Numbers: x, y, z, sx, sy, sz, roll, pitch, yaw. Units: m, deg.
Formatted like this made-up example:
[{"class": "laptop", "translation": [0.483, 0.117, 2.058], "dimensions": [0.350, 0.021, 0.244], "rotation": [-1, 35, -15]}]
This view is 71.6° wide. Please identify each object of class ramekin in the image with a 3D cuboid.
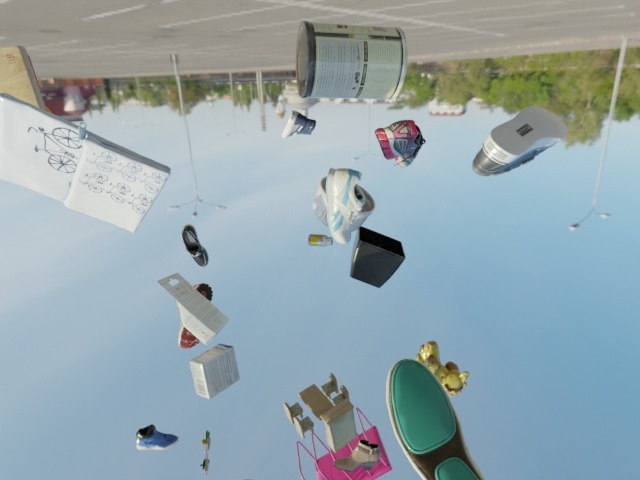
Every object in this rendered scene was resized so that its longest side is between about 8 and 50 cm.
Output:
[{"class": "ramekin", "translation": [0.073, -0.119, 1.522], "dimensions": [0.207, 0.109, 0.207], "rotation": [20, -147, -14]}]

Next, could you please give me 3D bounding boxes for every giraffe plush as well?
[{"class": "giraffe plush", "translation": [0.451, 0.495, 1.646], "dimensions": [0.171, 0.181, 0.210], "rotation": [13, -117, -1]}]

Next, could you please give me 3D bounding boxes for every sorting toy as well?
[{"class": "sorting toy", "translation": [-0.870, -0.383, 1.229], "dimensions": [0.258, 0.255, 0.089], "rotation": [-5, -159, 9]}]

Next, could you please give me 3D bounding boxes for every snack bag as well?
[{"class": "snack bag", "translation": [-0.540, -0.149, 0.985], "dimensions": [0.343, 0.037, 0.323], "rotation": [26, 144, -26]}]

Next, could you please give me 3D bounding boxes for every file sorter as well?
[{"class": "file sorter", "translation": [0.077, 0.797, 1.667], "dimensions": [0.291, 0.182, 0.202], "rotation": [-32, -157, 4]}]

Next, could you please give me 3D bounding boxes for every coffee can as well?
[{"class": "coffee can", "translation": [0.080, -0.506, 1.263], "dimensions": [0.276, 0.201, 0.201], "rotation": [-2, -161, -12]}]

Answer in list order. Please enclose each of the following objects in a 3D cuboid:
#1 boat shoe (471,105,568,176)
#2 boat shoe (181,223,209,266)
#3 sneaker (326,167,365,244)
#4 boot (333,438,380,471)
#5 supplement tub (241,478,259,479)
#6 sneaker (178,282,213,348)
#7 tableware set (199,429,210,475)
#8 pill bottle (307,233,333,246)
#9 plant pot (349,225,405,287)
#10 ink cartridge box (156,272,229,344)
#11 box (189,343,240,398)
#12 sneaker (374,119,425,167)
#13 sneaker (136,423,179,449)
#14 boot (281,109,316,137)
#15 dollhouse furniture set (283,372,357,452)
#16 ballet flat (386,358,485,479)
[{"class": "boat shoe", "translation": [0.450, -0.218, 1.008], "dimensions": [0.301, 0.102, 0.108], "rotation": [-30, -108, -34]}, {"class": "boat shoe", "translation": [-0.327, 0.019, 1.154], "dimensions": [0.046, 0.125, 0.038], "rotation": [-11, -155, 4]}, {"class": "sneaker", "translation": [0.071, -0.084, 1.191], "dimensions": [0.093, 0.228, 0.087], "rotation": [3, -143, 13]}, {"class": "boot", "translation": [0.099, 0.569, 1.181], "dimensions": [0.119, 0.086, 0.042], "rotation": [7, -161, -8]}, {"class": "supplement tub", "translation": [-0.125, 0.760, 1.181], "dimensions": [0.339, 0.206, 0.207], "rotation": [4, -160, 4]}, {"class": "sneaker", "translation": [-0.434, 0.258, 1.520], "dimensions": [0.088, 0.225, 0.093], "rotation": [27, 158, -38]}, {"class": "tableware set", "translation": [-0.437, 0.805, 1.689], "dimensions": [0.024, 0.153, 0.104], "rotation": [3, -153, -3]}, {"class": "pill bottle", "translation": [0.000, 0.000, 1.538], "dimensions": [0.084, 0.043, 0.043], "rotation": [3, -160, 20]}, {"class": "plant pot", "translation": [0.205, 0.072, 1.731], "dimensions": [0.188, 0.166, 0.187], "rotation": [20, -160, -3]}, {"class": "ink cartridge box", "translation": [-0.402, 0.208, 1.380], "dimensions": [0.232, 0.066, 0.189], "rotation": [38, -177, -2]}, {"class": "box", "translation": [-0.351, 0.432, 1.480], "dimensions": [0.072, 0.126, 0.137], "rotation": [0, -166, 38]}, {"class": "sneaker", "translation": [0.260, -0.290, 1.326], "dimensions": [0.112, 0.120, 0.299], "rotation": [-21, 180, 23]}, {"class": "sneaker", "translation": [-0.611, 0.731, 1.660], "dimensions": [0.152, 0.084, 0.058], "rotation": [-1, -162, -6]}, {"class": "boot", "translation": [-0.071, -0.361, 1.438], "dimensions": [0.086, 0.069, 0.190], "rotation": [20, 178, -11]}, {"class": "dollhouse furniture set", "translation": [0.011, 0.582, 1.554], "dimensions": [0.212, 0.160, 0.242], "rotation": [-25, -145, -25]}, {"class": "ballet flat", "translation": [0.242, 0.439, 0.901], "dimensions": [0.139, 0.139, 0.400], "rotation": [-9, -132, -20]}]
